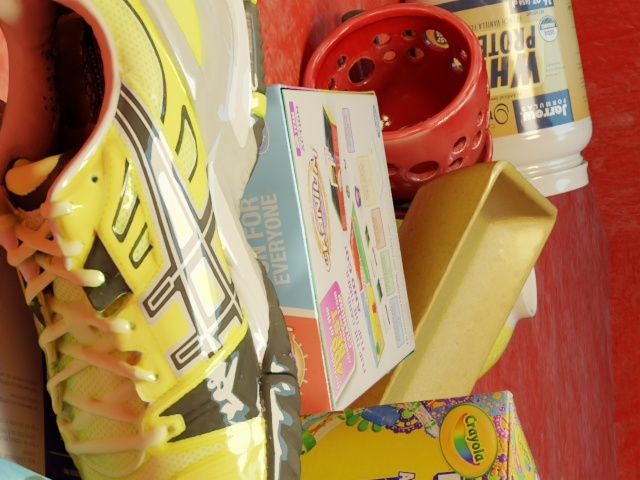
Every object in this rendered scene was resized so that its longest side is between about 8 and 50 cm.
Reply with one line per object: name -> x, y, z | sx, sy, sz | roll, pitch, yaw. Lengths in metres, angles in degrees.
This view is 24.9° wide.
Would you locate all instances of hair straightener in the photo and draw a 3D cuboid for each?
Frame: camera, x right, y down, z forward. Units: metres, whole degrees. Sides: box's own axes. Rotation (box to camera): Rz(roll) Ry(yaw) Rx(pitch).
hair straightener -> 0.071, -0.183, 1.732 | 0.089, 0.047, 0.230 | -81, 155, -44

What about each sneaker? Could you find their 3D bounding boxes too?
sneaker -> -0.110, 0.023, 0.757 | 0.147, 0.145, 0.384 | 3, 76, -51

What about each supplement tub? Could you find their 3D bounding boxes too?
supplement tub -> 0.254, -0.217, 2.026 | 0.228, 0.228, 0.316 | -30, 110, -72

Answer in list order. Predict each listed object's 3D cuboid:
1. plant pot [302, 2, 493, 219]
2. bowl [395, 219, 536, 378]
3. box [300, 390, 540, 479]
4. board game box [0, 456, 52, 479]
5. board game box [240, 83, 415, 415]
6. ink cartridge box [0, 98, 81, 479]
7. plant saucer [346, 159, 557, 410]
plant pot -> 0.094, -0.128, 1.543 | 0.174, 0.191, 0.191 | 65, 23, -50
bowl -> 0.177, 0.048, 1.775 | 0.289, 0.156, 0.289 | -9, 90, -73
box -> 0.024, 0.270, 0.972 | 0.177, 0.279, 0.290 | -81, 155, -46
board game box -> -0.186, 0.159, 0.615 | 0.210, 0.047, 0.160 | 35, 51, -40
board game box -> 0.000, 0.000, 1.157 | 0.316, 0.064, 0.242 | -16, 97, -75
ink cartridge box -> -0.178, 0.090, 0.782 | 0.165, 0.065, 0.332 | 38, 44, -66
plant saucer -> 0.116, 0.077, 1.500 | 0.332, 0.081, 0.333 | -63, 160, 1
